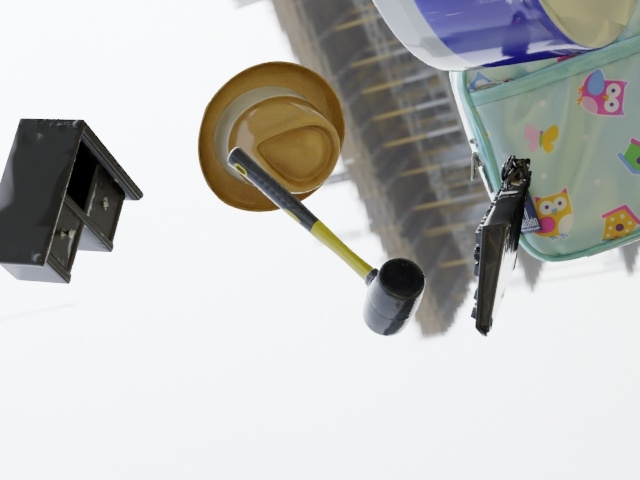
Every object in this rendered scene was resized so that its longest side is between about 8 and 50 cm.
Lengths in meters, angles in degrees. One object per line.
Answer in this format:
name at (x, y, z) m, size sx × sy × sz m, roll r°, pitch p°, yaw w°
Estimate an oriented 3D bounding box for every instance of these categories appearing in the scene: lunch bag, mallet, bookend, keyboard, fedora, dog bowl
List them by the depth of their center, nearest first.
dog bowl at (0.118, -0.245, 0.847) m, size 0.265 × 0.104 × 0.265 m, roll 7°, pitch -98°, yaw -56°
keyboard at (0.125, -0.010, 0.912) m, size 0.180 × 0.023 × 0.108 m, roll -47°, pitch -34°, yaw -71°
mallet at (0.000, 0.000, 1.000) m, size 0.039 × 0.190 × 0.062 m, roll -38°, pitch -26°, yaw -30°
lunch bag at (0.252, -0.119, 1.123) m, size 0.108 × 0.279 × 0.224 m, roll -91°, pitch -20°, yaw -74°
bookend at (-0.254, -0.016, 1.316) m, size 0.156 × 0.072 × 0.157 m, roll 60°, pitch -142°, yaw -59°
fedora at (-0.042, -0.107, 1.487) m, size 0.194 × 0.079 × 0.194 m, roll -13°, pitch -64°, yaw -28°
